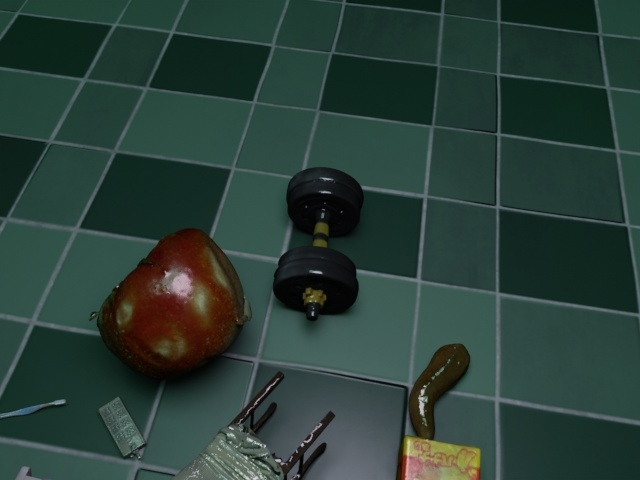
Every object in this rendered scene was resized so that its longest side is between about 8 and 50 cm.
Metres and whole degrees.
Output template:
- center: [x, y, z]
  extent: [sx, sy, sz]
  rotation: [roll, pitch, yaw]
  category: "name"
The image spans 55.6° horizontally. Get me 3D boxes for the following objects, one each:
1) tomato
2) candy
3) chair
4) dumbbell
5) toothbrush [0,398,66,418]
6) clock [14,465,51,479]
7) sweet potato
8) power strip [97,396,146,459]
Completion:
- center: [-0.274, 0.132, 1.190]
  extent: [0.239, 0.303, 0.303]
  rotation: [45, 62, -6]
  category: "tomato"
- center: [0.200, 0.499, 1.068]
  extent: [0.146, 0.088, 0.276]
  rotation: [8, 56, 2]
  category: "candy"
- center: [-0.129, 0.406, 1.053]
  extent: [0.160, 0.186, 0.319]
  rotation: [34, 55, 18]
  category: "chair"
- center: [0.000, 0.000, 1.344]
  extent: [0.185, 0.185, 0.389]
  rotation: [6, 57, 2]
  category: "dumbbell"
- center: [-0.586, 0.336, 1.200]
  extent: [0.162, 0.017, 0.014]
  rotation: [-10, 51, -8]
  category: "toothbrush"
- center: [-0.348, 0.505, 0.974]
  extent: [0.309, 0.235, 0.166]
  rotation: [17, 42, -4]
  category: "clock"
- center: [0.231, 0.298, 1.222]
  extent: [0.081, 0.062, 0.233]
  rotation: [28, 63, 14]
  category: "sweet potato"
- center: [-0.383, 0.368, 1.182]
  extent: [0.050, 0.019, 0.136]
  rotation: [-29, 61, -22]
  category: "power strip"
